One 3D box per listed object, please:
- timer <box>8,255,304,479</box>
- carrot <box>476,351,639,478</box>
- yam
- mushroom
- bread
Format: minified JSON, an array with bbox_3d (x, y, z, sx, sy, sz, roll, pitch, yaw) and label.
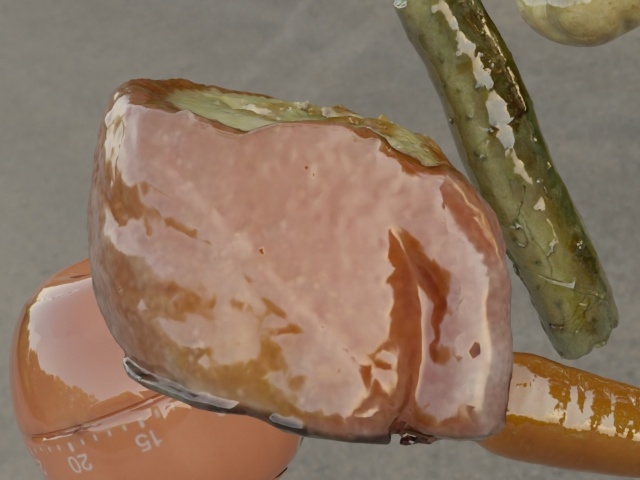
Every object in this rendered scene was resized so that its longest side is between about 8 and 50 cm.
[{"bbox_3d":[-0.122,0.111,1.005,0.229,0.215,0.229,-18,12,4],"label":"timer"},{"bbox_3d":[0.221,0.125,0.822,0.335,0.069,0.069,12,27,-1],"label":"carrot"},{"bbox_3d":[0.139,-0.061,0.959,0.067,0.317,0.071,-27,11,-5],"label":"yam"},{"bbox_3d":[0.260,-0.250,1.261,0.148,0.112,0.148,-11,46,12],"label":"mushroom"},{"bbox_3d":[-0.012,-0.003,0.601,0.190,0.123,0.244,11,8,-6],"label":"bread"}]
